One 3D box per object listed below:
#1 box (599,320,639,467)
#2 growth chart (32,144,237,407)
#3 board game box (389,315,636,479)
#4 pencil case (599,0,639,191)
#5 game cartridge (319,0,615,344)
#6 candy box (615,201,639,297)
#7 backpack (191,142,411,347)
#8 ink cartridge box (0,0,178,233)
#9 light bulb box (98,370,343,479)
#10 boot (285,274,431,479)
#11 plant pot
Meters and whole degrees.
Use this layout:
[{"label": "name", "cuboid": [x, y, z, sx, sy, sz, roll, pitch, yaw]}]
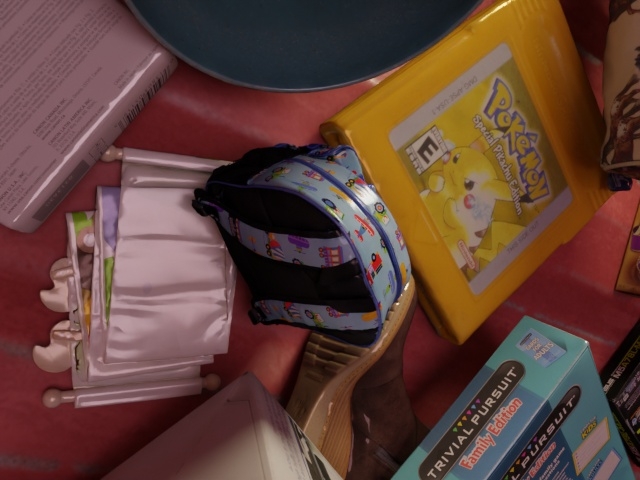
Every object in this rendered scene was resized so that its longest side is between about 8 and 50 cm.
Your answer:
[{"label": "box", "cuboid": [0.496, 0.213, 0.772, 0.191, 0.045, 0.184, -46, 114, -15]}, {"label": "growth chart", "cuboid": [-0.146, 0.032, 0.462, 0.171, 0.021, 0.238, 10, 91, -25]}, {"label": "board game box", "cuboid": [0.233, 0.288, 0.601, 0.254, 0.079, 0.336, -45, 124, -15]}, {"label": "pencil case", "cuboid": [0.397, -0.263, 0.584, 0.183, 0.159, 0.411, 3, 86, -58]}, {"label": "game cartridge", "cuboid": [0.194, -0.092, 0.591, 0.323, 0.052, 0.285, -38, 110, -16]}, {"label": "candy box", "cuboid": [0.479, -0.008, 0.703, 0.053, 0.109, 0.187, 19, 87, -26]}, {"label": "backpack", "cuboid": [0.000, 0.000, 0.427, 0.116, 0.173, 0.158, -36, 116, -30]}, {"label": "ink cartridge box", "cuboid": [-0.251, -0.143, 0.389, 0.224, 0.056, 0.181, 38, 79, -5]}, {"label": "light bulb box", "cuboid": [-0.077, 0.367, 0.382, 0.357, 0.225, 0.361, -36, 110, -2]}, {"label": "boot", "cuboid": [0.066, 0.172, 0.559, 0.207, 0.090, 0.249, 39, 78, -36]}, {"label": "plant pot", "cuboid": [-0.013, -0.282, 0.375, 0.290, 0.290, 0.196, -2, 61, -25]}]
